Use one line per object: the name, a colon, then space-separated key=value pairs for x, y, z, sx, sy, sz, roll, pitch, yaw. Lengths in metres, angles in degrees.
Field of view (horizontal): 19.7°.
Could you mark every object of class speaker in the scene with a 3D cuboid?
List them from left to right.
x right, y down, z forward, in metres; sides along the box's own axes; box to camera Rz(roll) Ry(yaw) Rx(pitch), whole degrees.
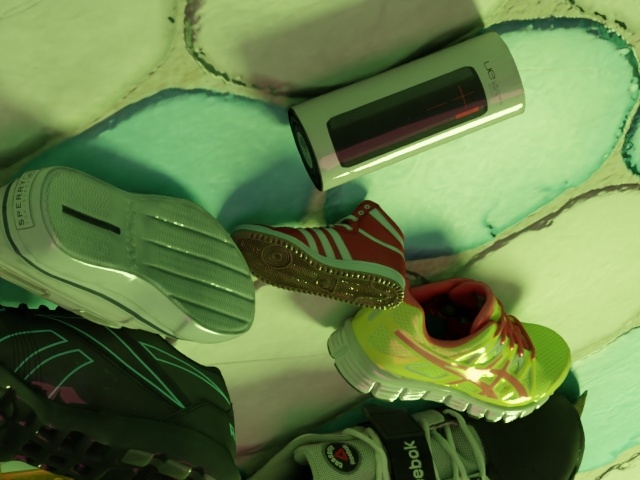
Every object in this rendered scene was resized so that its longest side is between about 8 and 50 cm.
speaker: x=0.053 y=-0.078 z=1.109 sx=0.136 sy=0.055 sz=0.055 roll=-21 pitch=146 yaw=-8

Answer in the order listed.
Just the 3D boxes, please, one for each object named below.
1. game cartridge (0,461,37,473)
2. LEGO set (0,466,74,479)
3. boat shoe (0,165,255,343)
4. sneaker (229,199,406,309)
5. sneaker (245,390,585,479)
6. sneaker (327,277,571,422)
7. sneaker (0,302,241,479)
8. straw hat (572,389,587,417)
game cartridge: x=-0.269 y=0.202 z=1.270 sx=0.198 sy=0.062 sz=0.297 roll=-27 pitch=147 yaw=-8
LEGO set: x=-0.195 y=0.212 z=1.198 sx=0.287 sy=0.132 sz=0.107 roll=-41 pitch=169 yaw=-21
boat shoe: x=-0.125 y=0.008 z=1.101 sx=0.075 sy=0.083 sz=0.226 roll=-11 pitch=154 yaw=28
sneaker: x=0.000 y=0.000 z=1.199 sx=0.118 sy=0.067 sz=0.042 roll=18 pitch=136 yaw=-8
sneaker: x=0.048 y=0.191 z=1.405 sx=0.330 sy=0.122 sz=0.146 roll=-25 pitch=148 yaw=-3
sneaker: x=0.112 y=0.071 z=1.325 sx=0.208 sy=0.081 sz=0.094 roll=6 pitch=133 yaw=-38
sneaker: x=-0.170 y=0.086 z=1.131 sx=0.267 sy=0.106 sz=0.101 roll=27 pitch=136 yaw=-21
straw hat: x=0.167 y=0.180 z=1.520 sx=0.061 sy=0.144 sz=0.144 roll=20 pitch=140 yaw=7
